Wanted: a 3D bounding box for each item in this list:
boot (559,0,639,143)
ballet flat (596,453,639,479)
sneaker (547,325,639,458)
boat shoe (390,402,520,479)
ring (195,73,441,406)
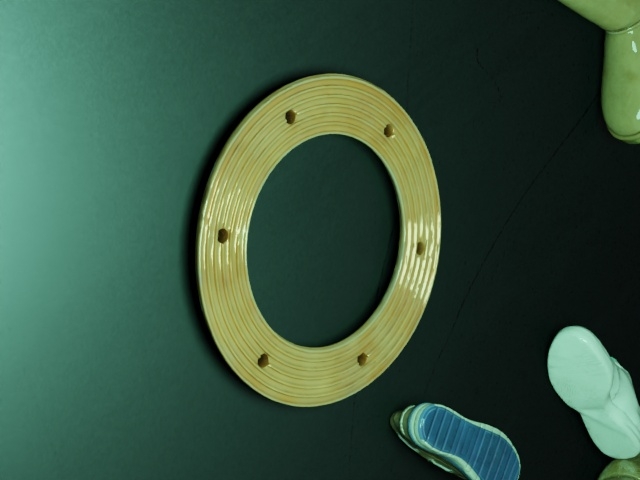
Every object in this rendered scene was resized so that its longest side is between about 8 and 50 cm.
[{"bbox_3d":[0.311,-0.265,1.768,0.269,0.089,0.236,26,68,-43],"label":"boot"},{"bbox_3d":[0.432,0.417,1.987,0.124,0.116,0.342,-47,124,-52],"label":"ballet flat"},{"bbox_3d":[0.343,0.168,1.881,0.212,0.080,0.094,60,40,-33],"label":"sneaker"},{"bbox_3d":[0.151,0.226,1.698,0.183,0.066,0.066,39,68,-34],"label":"boat shoe"},{"bbox_3d":[0.000,0.000,1.546,0.336,0.032,0.336,-9,103,-42],"label":"ring"}]
